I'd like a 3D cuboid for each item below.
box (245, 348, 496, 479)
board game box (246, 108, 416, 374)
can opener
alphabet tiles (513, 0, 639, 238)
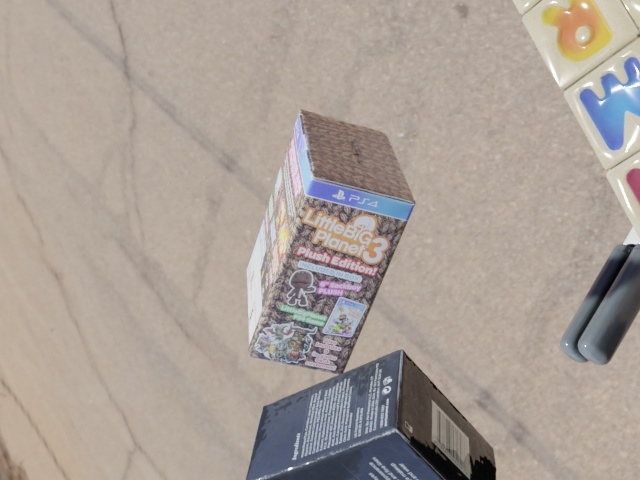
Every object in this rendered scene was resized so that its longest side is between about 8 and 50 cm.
[{"bbox_3d":[0.047,0.197,0.720,0.158,0.093,0.156,-27,120,26],"label":"box"},{"bbox_3d":[0.000,0.000,1.179,0.232,0.141,0.290,-100,27,-59],"label":"board game box"},{"bbox_3d":[0.378,0.018,1.038,0.095,0.283,0.076,38,166,-13],"label":"can opener"},{"bbox_3d":[0.237,-0.157,0.416,0.285,0.011,0.342,-37,68,38],"label":"alphabet tiles"}]
